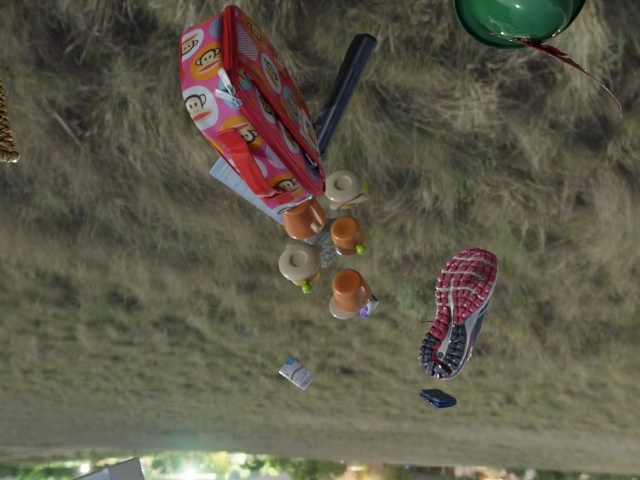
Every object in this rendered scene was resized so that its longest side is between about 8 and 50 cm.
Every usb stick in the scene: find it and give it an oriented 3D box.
[{"bbox_3d":[0.042,-0.304,1.347,0.045,0.278,0.077,23,-176,-26],"label":"usb stick"}]

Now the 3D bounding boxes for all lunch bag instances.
[{"bbox_3d":[-0.100,-0.182,0.987,0.120,0.258,0.293,-21,141,17],"label":"lunch bag"}]

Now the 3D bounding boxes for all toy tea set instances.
[{"bbox_3d":[0.015,0.016,1.334,0.199,0.336,0.124,-9,147,10],"label":"toy tea set"}]

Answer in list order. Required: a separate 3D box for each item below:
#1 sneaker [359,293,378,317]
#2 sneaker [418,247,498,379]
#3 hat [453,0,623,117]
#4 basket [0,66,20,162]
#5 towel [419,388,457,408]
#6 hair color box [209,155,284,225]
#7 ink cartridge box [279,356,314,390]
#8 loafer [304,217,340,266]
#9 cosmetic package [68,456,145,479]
[{"bbox_3d":[0.089,0.153,1.751,0.068,0.071,0.170,19,-164,-32],"label":"sneaker"},{"bbox_3d":[0.303,0.158,1.403,0.120,0.299,0.112,22,178,31],"label":"sneaker"},{"bbox_3d":[0.281,-0.281,0.834,0.208,0.184,0.173,-1,138,11],"label":"hat"},{"bbox_3d":[-0.714,-0.237,1.115,0.213,0.223,0.299,-10,-179,7],"label":"basket"},{"bbox_3d":[0.337,0.452,1.833,0.067,0.029,0.119,-1,-179,-16],"label":"towel"},{"bbox_3d":[-0.219,-0.228,2.450,0.374,0.185,0.113,36,126,-14],"label":"hair color box"},{"bbox_3d":[-0.061,0.349,1.674,0.083,0.048,0.028,36,163,4],"label":"ink cartridge box"},{"bbox_3d":[0.000,0.000,1.812,0.111,0.112,0.319,11,-167,14],"label":"loafer"},{"bbox_3d":[-0.629,0.711,1.634,0.365,0.197,0.155,-20,168,10],"label":"cosmetic package"}]
